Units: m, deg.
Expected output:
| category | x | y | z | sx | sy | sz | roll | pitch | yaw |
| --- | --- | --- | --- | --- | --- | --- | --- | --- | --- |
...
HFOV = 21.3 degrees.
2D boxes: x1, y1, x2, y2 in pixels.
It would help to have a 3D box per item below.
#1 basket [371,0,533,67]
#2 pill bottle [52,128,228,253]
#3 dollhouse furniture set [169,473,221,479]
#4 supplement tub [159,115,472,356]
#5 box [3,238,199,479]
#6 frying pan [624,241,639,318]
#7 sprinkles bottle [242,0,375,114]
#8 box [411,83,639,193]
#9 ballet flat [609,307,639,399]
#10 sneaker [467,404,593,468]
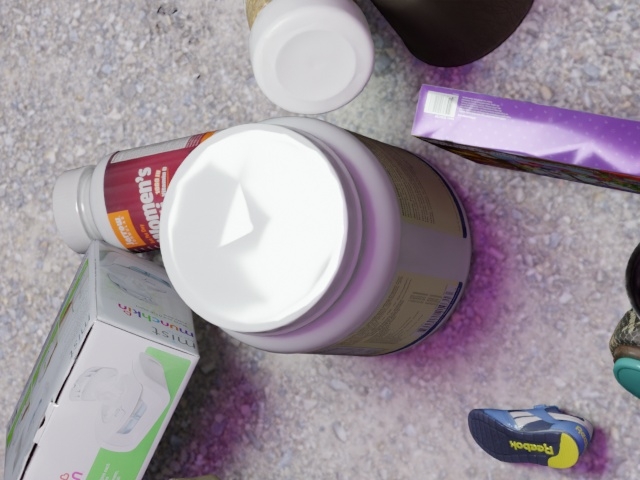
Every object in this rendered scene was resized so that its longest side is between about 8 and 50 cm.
| category | x | y | z | sx | sy | sz | roll | pitch | yaw |
| --- | --- | --- | --- | --- | --- | --- | --- | --- | --- |
| basket | 0.118 | -0.292 | 1.766 | 0.154 | 0.227 | 0.204 | 36 | 101 | 22 |
| pill bottle | -0.185 | -0.050 | 1.937 | 0.221 | 0.121 | 0.121 | -11 | 81 | 22 |
| dollhouse furniture set | -0.136 | 0.412 | 1.755 | 0.259 | 0.135 | 0.262 | 38 | 102 | 25 |
| supplement tub | 0.000 | 0.000 | 1.740 | 0.235 | 0.325 | 0.235 | -2 | 84 | 24 |
| box | -0.246 | 0.168 | 1.857 | 0.127 | 0.231 | 0.262 | 22 | 105 | -17 |
| frying pan | 0.436 | 0.019 | 1.640 | 0.326 | 0.053 | 0.197 | -31 | 51 | -26 |
| sprinkles bottle | -0.026 | -0.270 | 1.781 | 0.121 | 0.121 | 0.355 | -37 | 32 | 17 |
| box | 0.262 | -0.090 | 1.700 | 0.293 | 0.201 | 0.057 | 12 | 90 | 25 |
| ballet flat | 0.508 | 0.171 | 1.610 | 0.483 | 0.164 | 0.182 | 34 | 74 | 24 |
| sneaker | 0.220 | 0.200 | 1.780 | 0.144 | 0.059 | 0.053 | 10 | 121 | 39 |
